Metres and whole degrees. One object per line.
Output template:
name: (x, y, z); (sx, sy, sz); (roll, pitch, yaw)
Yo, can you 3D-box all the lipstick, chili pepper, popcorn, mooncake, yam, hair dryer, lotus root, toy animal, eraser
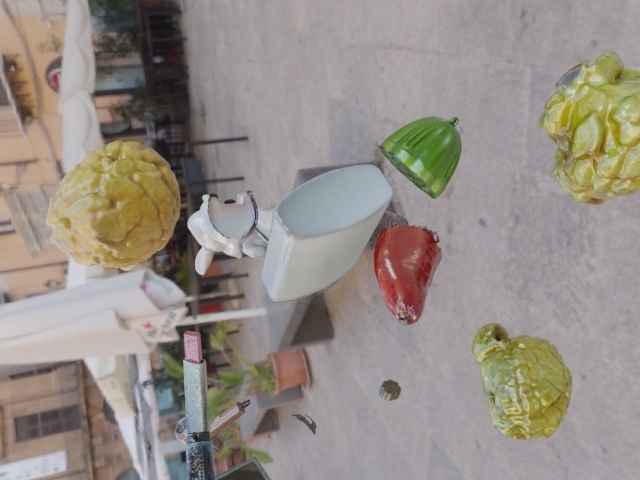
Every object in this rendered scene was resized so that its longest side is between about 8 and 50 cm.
lipstick: (-0.234, 0.324, 1.158); (0.051, 0.051, 0.312); (118, 147, -73)
chili pepper: (0.101, 0.046, 0.710); (0.169, 0.088, 0.065); (-73, -12, -60)
popcorn: (0.498, -0.188, 1.041); (0.258, 0.224, 0.270); (51, -159, -42)
mooncake: (0.069, 0.404, 1.483); (0.150, 0.347, 0.057); (26, 114, 23)
yam: (0.125, -0.027, 1.533); (0.131, 0.279, 0.131); (-4, 83, 32)
hair dryer: (-0.242, 0.431, 1.440); (0.117, 0.181, 0.064); (50, -178, -30)
popcorn: (-0.591, -0.090, 1.785); (0.344, 0.390, 0.354); (46, -168, -20)
popcorn: (0.506, 0.341, 1.491); (0.174, 0.225, 0.286); (109, 158, -52)
lotus root: (0.246, -0.209, 1.345); (0.186, 0.186, 0.186); (171, 90, -73)
toy animal: (-0.094, -0.030, 1.788); (0.289, 0.249, 0.174); (2, -108, -72)
eraser: (0.000, 0.000, 1.018); (0.104, 0.189, 0.290); (63, 161, 18)
toy animal: (-0.122, -0.015, 0.759); (0.124, 0.071, 0.085); (-23, 92, 60)

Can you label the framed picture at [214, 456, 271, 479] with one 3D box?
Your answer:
framed picture: (-0.170, 0.569, 1.351); (0.183, 0.142, 0.011); (33, 135, 53)
